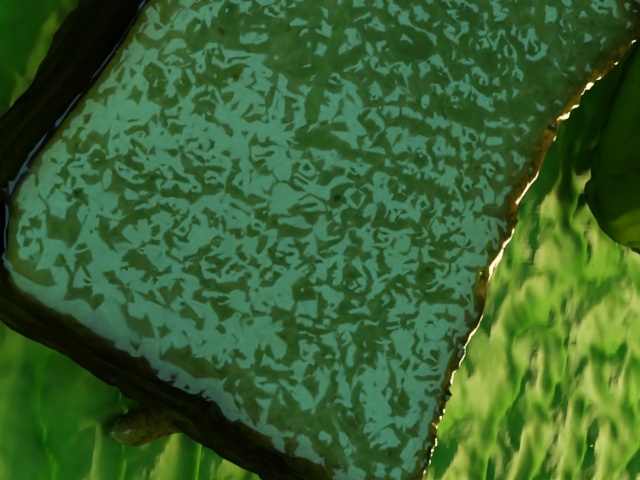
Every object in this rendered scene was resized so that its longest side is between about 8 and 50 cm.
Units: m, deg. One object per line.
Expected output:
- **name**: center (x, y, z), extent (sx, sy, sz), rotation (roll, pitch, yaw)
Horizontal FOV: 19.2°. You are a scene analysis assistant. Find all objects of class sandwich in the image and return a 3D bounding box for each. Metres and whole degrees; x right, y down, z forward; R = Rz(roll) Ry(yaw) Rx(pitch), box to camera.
- **sandwich**: center (-0.004, -0.036, 0.624), extent (0.186, 0.065, 0.214), rotation (32, 74, -24)

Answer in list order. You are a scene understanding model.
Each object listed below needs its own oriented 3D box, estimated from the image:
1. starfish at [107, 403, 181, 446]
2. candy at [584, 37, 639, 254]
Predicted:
- **starfish**: center (0.000, 0.000, 0.691), extent (0.176, 0.053, 0.208), rotation (52, 55, -28)
- **candy**: center (0.187, -0.087, 0.827), extent (0.097, 0.097, 0.209), rotation (43, 64, -42)
